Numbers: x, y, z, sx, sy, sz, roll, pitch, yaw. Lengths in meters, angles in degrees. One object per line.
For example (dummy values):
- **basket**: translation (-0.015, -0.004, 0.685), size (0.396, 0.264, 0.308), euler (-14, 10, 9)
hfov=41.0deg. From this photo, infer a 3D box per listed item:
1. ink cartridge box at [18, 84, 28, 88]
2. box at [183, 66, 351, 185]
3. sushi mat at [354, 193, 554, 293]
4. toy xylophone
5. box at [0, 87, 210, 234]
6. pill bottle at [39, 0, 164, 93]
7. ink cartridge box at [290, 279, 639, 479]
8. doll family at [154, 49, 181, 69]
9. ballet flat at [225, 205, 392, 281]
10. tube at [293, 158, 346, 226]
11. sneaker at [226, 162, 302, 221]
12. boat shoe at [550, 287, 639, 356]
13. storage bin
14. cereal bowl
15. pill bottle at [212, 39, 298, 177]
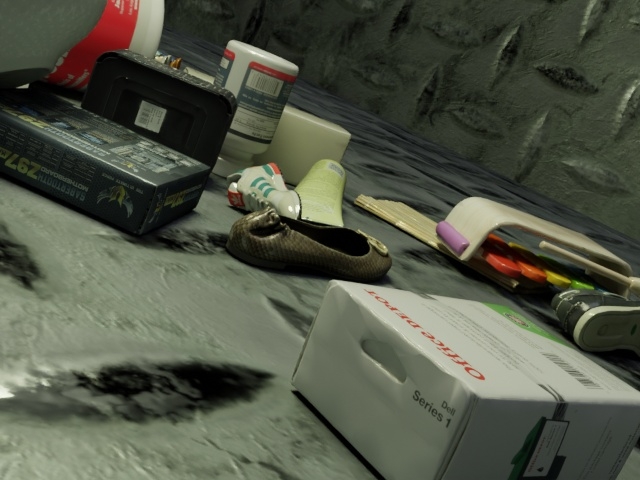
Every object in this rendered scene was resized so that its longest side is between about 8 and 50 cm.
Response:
- **ink cartridge box**: translation (-0.453, -0.253, 1.106), size (0.181, 0.104, 0.061), euler (14, 16, -31)
- **box**: translation (-0.101, -0.171, 1.352), size (0.275, 0.113, 0.094), euler (20, 13, -17)
- **sushi mat**: translation (0.213, 0.005, 1.374), size (0.316, 0.019, 0.151), euler (31, 15, 32)
- **toy xylophone**: translation (0.338, 0.027, 1.273), size (0.323, 0.081, 0.236), euler (20, 14, -13)
- **box**: translation (-0.251, -0.091, 0.902), size (0.233, 0.059, 0.183), euler (24, 13, 4)
- **pill bottle**: translation (-0.458, -0.364, 1.262), size (0.408, 0.229, 0.229), euler (10, 18, -41)
- **ink cartridge box**: translation (0.112, 0.112, 0.634), size (0.219, 0.092, 0.160), euler (11, 18, -40)
- **doll family**: translation (-0.358, -0.359, 1.638), size (0.163, 0.118, 0.263), euler (23, 14, 1)
- **ballet flat**: translation (0.000, 0.000, 0.960), size (0.250, 0.058, 0.084), euler (9, 20, -45)
- **tube**: translation (-0.005, -0.061, 1.207), size (0.062, 0.070, 0.240), euler (58, 14, -11)
- **sneaker**: translation (-0.073, -0.046, 1.061), size (0.075, 0.057, 0.161), euler (-9, 32, -15)
- **boat shoe**: translation (0.410, 0.108, 1.154), size (0.233, 0.084, 0.079), euler (11, 18, -31)
- **storage bin**: translation (-0.209, -0.162, 1.108), size (0.180, 0.122, 0.084), euler (21, 14, -7)
- **cereal bowl**: translation (-0.372, -0.224, 0.879), size (0.339, 0.141, 0.339), euler (-16, 8, 2)
- **pill bottle**: translation (-0.111, -0.183, 1.225), size (0.108, 0.180, 0.108), euler (22, 13, -5)
